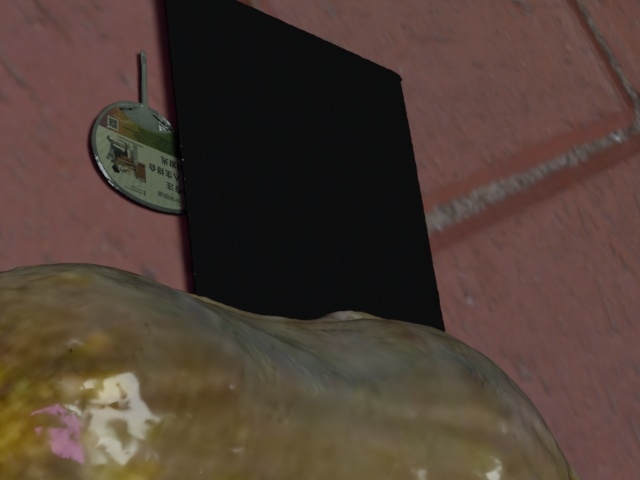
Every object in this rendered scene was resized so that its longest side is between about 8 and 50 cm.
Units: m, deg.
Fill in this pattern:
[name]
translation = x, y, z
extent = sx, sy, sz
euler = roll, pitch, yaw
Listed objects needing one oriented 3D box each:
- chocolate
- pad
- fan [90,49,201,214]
[chocolate]
translation = -0.021, 0.081, 0.646
extent = 0.309, 0.134, 0.134
euler = 17, 53, -39
[pad]
translation = 0.000, 0.000, 0.823
extent = 0.170, 0.006, 0.245
euler = 18, 53, -41
[fan]
translation = -0.081, -0.046, 0.769
extent = 0.060, 0.003, 0.080
euler = -14, 76, -52
